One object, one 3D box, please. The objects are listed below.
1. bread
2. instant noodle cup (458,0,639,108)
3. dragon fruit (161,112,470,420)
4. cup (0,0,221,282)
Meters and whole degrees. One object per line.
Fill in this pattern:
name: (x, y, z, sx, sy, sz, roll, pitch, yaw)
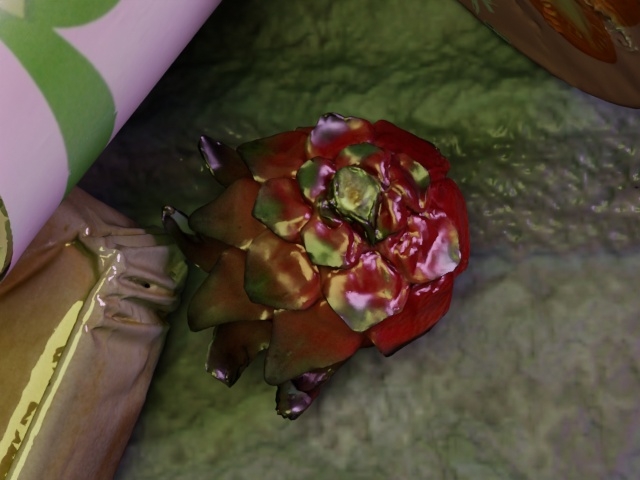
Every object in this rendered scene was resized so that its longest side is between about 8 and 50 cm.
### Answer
bread: (-0.185, 0.061, 0.929, 0.192, 0.110, 0.210, 18, 82, 19)
instant noodle cup: (0.153, -0.222, 0.868, 0.231, 0.243, 0.243, -44, 75, -8)
dragon fruit: (0.004, 0.005, 0.903, 0.142, 0.121, 0.130, -12, 39, 31)
cup: (-0.164, -0.131, 0.830, 0.253, 0.253, 0.274, 19, 56, 13)
